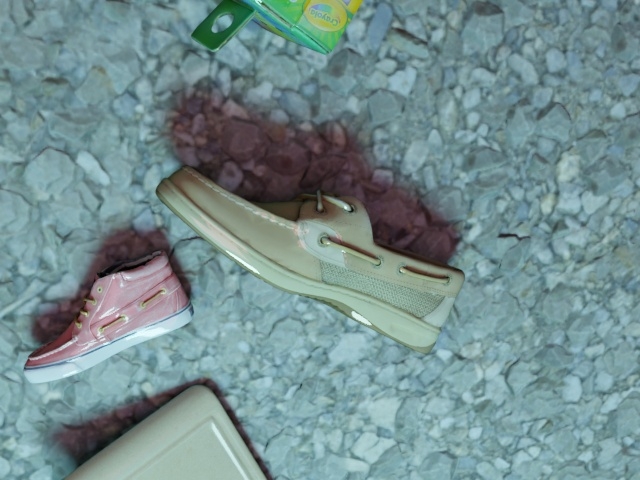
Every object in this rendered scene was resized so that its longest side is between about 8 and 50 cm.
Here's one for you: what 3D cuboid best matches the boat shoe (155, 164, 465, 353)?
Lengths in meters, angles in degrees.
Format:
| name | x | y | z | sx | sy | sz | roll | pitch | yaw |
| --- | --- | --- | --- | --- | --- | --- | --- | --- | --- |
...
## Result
| name | x | y | z | sx | sy | sz | roll | pitch | yaw |
| --- | --- | --- | --- | --- | --- | --- | --- | --- | --- |
| boat shoe | 0.000 | 0.000 | 0.685 | 0.341 | 0.121 | 0.110 | 28 | 93 | -27 |

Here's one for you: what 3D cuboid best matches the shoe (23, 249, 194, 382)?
| name | x | y | z | sx | sy | sz | roll | pitch | yaw |
| --- | --- | --- | --- | --- | --- | --- | --- | --- | --- |
| shoe | -0.225 | 0.074 | 0.686 | 0.178 | 0.063 | 0.081 | -22 | 106 | -10 |

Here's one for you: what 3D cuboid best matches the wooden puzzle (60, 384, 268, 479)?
| name | x | y | z | sx | sy | sz | roll | pitch | yaw |
| --- | --- | --- | --- | --- | --- | --- | --- | --- | --- |
| wooden puzzle | -0.162 | 0.313 | 0.744 | 0.221 | 0.044 | 0.239 | -35 | 106 | -22 |

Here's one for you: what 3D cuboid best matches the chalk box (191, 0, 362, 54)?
| name | x | y | z | sx | sy | sz | roll | pitch | yaw |
| --- | --- | --- | --- | --- | --- | --- | --- | --- | --- |
| chalk box | -0.035 | -0.252 | 0.577 | 0.132 | 0.132 | 0.213 | 26 | 101 | -41 |
